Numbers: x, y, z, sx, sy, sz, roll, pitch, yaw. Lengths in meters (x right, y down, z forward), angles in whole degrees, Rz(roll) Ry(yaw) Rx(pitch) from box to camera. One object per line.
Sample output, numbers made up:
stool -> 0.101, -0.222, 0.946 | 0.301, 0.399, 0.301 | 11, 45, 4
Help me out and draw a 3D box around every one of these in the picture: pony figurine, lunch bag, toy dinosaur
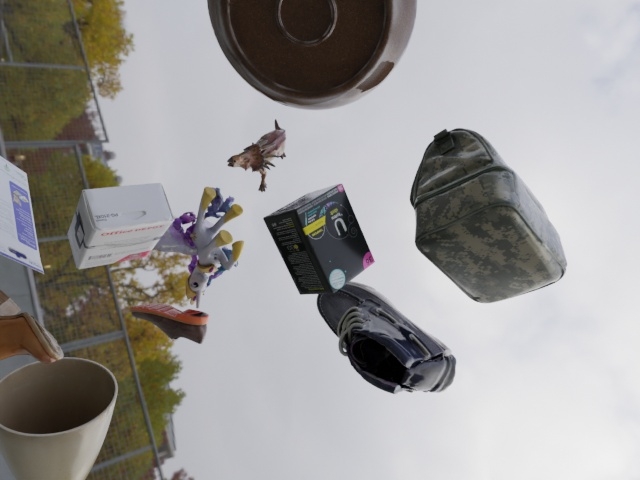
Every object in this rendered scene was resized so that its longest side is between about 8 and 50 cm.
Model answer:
pony figurine -> -0.392, -0.002, 1.654 | 0.363, 0.303, 0.350 | -50, -128, 36
lunch bag -> 0.329, -0.054, 1.002 | 0.213, 0.305, 0.255 | -25, -137, 35
toy dinosaur -> -0.171, -0.293, 1.605 | 0.127, 0.295, 0.200 | 33, -26, -2

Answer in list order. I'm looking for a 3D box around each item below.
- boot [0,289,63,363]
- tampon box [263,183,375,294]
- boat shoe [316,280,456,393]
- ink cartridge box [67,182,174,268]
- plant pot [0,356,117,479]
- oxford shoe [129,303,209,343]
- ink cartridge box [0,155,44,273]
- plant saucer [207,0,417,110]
boot -> -0.489, 0.169, 0.737 | 0.197, 0.152, 0.072 | 24, -33, 28
tampon box -> 0.000, 0.000, 0.898 | 0.101, 0.120, 0.160 | -9, -71, 52
boat shoe -> 0.079, 0.165, 0.940 | 0.341, 0.158, 0.127 | 26, -81, 42
ink cartridge box -> -0.461, -0.031, 1.144 | 0.237, 0.172, 0.100 | -36, -109, 50
plant pot -> -0.613, 0.459, 1.162 | 0.256, 0.257, 0.273 | 36, -57, 45
oxford shoe -> -0.470, 0.253, 1.528 | 0.272, 0.097, 0.098 | 8, -84, 21
ink cartridge box -> -0.773, -0.068, 1.210 | 0.332, 0.065, 0.165 | 63, 1, 28
plant saucer -> -0.018, -0.329, 0.719 | 0.050, 0.311, 0.310 | -78, -173, -53
